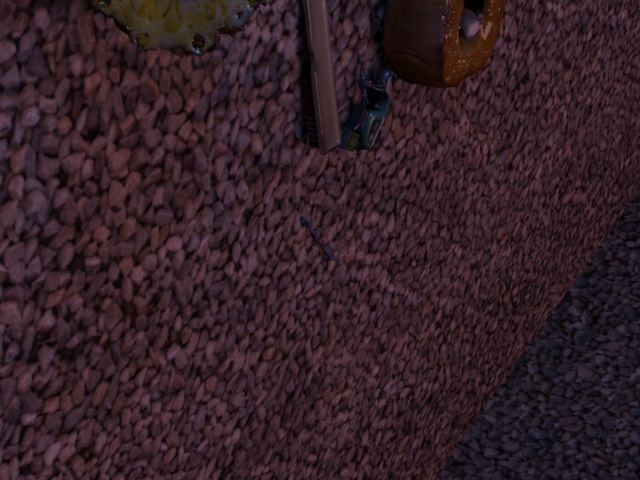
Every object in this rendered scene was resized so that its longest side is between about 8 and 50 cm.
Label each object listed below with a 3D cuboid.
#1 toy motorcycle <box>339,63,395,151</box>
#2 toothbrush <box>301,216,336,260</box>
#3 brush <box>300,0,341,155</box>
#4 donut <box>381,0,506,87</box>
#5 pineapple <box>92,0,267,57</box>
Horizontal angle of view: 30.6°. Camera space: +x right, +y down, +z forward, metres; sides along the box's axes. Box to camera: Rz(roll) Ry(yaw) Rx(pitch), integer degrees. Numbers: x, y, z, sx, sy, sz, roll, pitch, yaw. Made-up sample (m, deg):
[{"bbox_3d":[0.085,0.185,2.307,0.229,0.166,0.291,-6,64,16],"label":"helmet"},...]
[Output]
[{"bbox_3d":[0.087,-0.246,2.182,0.100,0.058,0.173,15,100,-55],"label":"toy motorcycle"},{"bbox_3d":[0.000,0.000,2.257,0.013,0.019,0.193,-60,152,-13],"label":"toothbrush"},{"bbox_3d":[-0.008,-0.302,2.000,0.060,0.050,0.321,-35,131,-40],"label":"brush"},{"bbox_3d":[0.232,-0.439,2.191,0.299,0.150,0.317,-54,149,-16],"label":"donut"},{"bbox_3d":[-0.171,-0.341,1.566,0.271,0.262,0.263,44,70,-84],"label":"pineapple"}]
